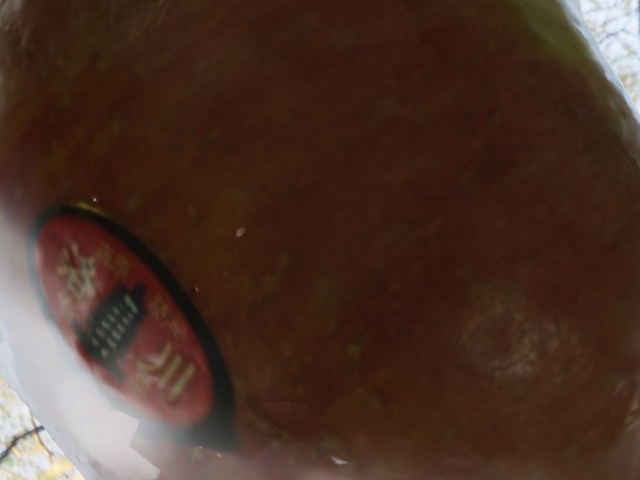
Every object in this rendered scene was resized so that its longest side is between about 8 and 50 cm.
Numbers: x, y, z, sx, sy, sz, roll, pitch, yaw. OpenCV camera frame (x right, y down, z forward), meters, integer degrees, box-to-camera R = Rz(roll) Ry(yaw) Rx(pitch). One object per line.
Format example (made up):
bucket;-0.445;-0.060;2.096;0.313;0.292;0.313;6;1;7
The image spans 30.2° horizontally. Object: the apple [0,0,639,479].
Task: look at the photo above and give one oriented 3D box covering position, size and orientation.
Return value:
apple;0.000;0.000;0.453;0.250;0.277;0.309;-32;-116;11
